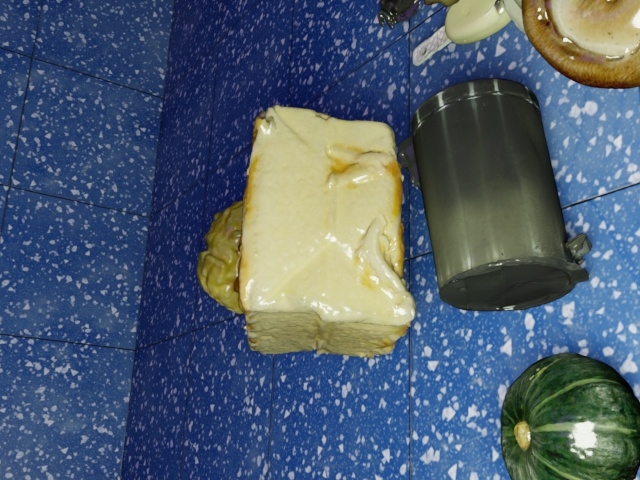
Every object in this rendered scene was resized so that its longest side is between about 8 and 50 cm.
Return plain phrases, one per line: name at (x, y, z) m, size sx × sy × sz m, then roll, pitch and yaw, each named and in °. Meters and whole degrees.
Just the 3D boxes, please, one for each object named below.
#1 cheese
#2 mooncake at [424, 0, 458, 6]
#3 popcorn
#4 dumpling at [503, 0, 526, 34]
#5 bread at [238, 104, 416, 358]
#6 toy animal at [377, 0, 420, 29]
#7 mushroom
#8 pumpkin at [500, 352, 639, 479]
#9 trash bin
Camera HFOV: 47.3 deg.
cheese at (0.256, -0.404, 1.363) m, size 0.255 × 0.050 × 0.127 m, roll -26°, pitch 57°, yaw 52°
mooncake at (0.166, -0.594, 1.193) m, size 0.246 × 0.393 × 0.394 m, roll -26°, pitch 94°, yaw 34°
popcorn at (-0.182, 0.025, 1.761) m, size 0.332 × 0.225 × 0.264 m, roll -117°, pitch 43°, yaw -63°
dumpling at (0.362, -0.433, 1.132) m, size 0.250 × 0.132 × 0.162 m, roll 117°, pitch 141°, yaw -50°
bread at (0.000, 0.000, 1.303) m, size 0.371 × 0.280 × 0.389 m, roll 103°, pitch 168°, yaw -68°
toy animal at (0.194, -0.553, 1.514) m, size 0.232 × 0.085 × 0.148 m, roll -51°, pitch 51°, yaw 34°
mushroom at (0.399, -0.324, 0.975) m, size 0.253 × 0.153 × 0.253 m, roll 8°, pitch 103°, yaw 39°
pumpkin at (0.317, 0.246, 0.922) m, size 0.211 × 0.152 × 0.211 m, roll 179°, pitch 90°, yaw -80°
trash bin at (0.251, -0.060, 1.096) m, size 0.252 × 0.203 × 0.301 m, roll -18°, pitch 62°, yaw 25°
